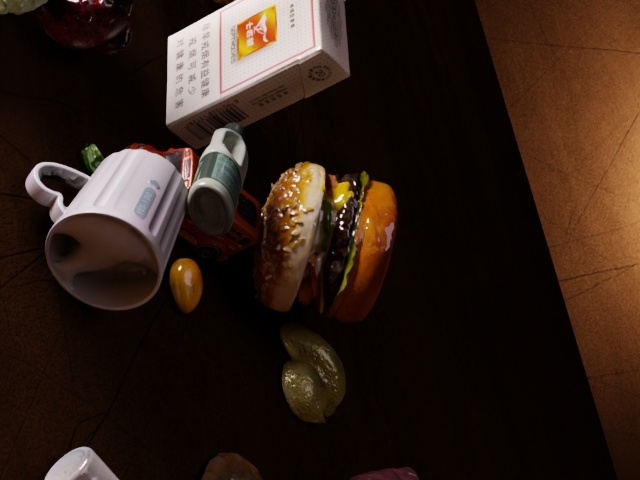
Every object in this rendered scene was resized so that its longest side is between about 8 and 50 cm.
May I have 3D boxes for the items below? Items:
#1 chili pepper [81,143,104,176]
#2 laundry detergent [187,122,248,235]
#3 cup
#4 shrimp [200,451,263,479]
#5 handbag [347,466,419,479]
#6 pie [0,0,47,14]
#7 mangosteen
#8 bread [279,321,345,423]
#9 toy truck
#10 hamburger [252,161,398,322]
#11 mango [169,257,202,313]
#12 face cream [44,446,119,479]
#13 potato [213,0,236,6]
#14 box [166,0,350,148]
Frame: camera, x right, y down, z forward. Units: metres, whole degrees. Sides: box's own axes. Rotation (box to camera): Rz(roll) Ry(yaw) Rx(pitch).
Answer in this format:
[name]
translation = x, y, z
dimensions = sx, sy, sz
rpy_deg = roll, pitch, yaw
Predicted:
[chili pepper]
translation = -0.338, -0.107, 1.904
dimensions = 0.091, 0.030, 0.034
rpy_deg = 61, 4, -15
[laundry detergent]
translation = -0.151, -0.111, 1.926
dimensions = 0.225, 0.070, 0.099
rpy_deg = -79, 154, -51
[cup]
translation = -0.296, -0.043, 1.784
dimensions = 0.221, 0.167, 0.202
rpy_deg = 62, 24, -27
[shrimp]
translation = -0.129, 0.423, 1.838
dimensions = 0.145, 0.059, 0.254
rpy_deg = 43, 36, -32
[handbag]
translation = 0.113, 0.501, 2.100
dimensions = 0.135, 0.146, 0.225
rpy_deg = 0, 72, -63
[pie]
translation = -0.508, -0.450, 1.765
dimensions = 0.306, 0.071, 0.306
rpy_deg = 22, 50, -30
[mangosteen]
translation = -0.363, -0.369, 1.937
dimensions = 0.180, 0.166, 0.166
rpy_deg = 63, 15, -67
[bread]
translation = -0.017, 0.228, 2.171
dimensions = 0.149, 0.065, 0.187
rpy_deg = -21, 90, -57
[toy truck]
translation = -0.209, -0.070, 2.003
dimensions = 0.253, 0.114, 0.107
rpy_deg = 38, 41, -45
[hamburger]
translation = 0.000, 0.000, 2.132
dimensions = 0.225, 0.291, 0.291
rpy_deg = 15, 45, -7
[mango]
translation = -0.214, 0.072, 1.968
dimensions = 0.060, 0.046, 0.089
rpy_deg = 20, 66, -51
[face cream]
translation = -0.252, 0.390, 1.630
dimensions = 0.269, 0.082, 0.082
rpy_deg = 55, 30, -23
[potato]
translation = -0.189, -0.482, 2.421
dimensions = 0.083, 0.040, 0.051
rpy_deg = 5, 70, -57
[box]
translation = -0.111, -0.317, 2.124
dimensions = 0.095, 0.330, 0.210
rpy_deg = 35, 41, -45
